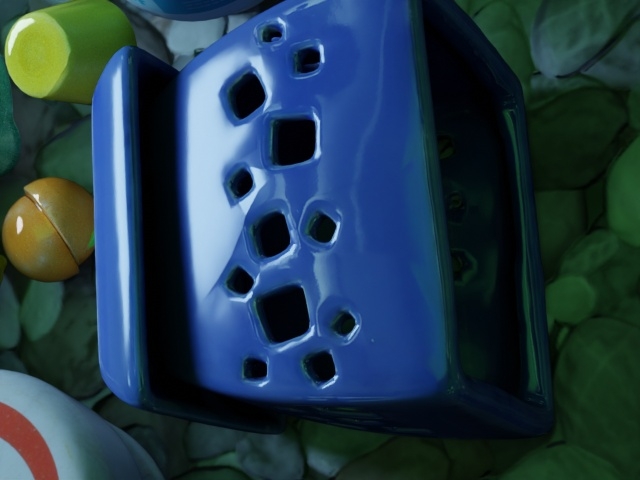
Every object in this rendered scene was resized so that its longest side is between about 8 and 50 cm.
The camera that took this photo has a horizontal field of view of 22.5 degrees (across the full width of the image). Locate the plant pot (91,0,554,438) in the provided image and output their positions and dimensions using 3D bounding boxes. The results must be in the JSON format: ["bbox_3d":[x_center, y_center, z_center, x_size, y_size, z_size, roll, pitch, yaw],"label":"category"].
[{"bbox_3d":[0.000,0.000,0.924,0.212,0.236,0.236,-8,77,18],"label":"plant pot"}]

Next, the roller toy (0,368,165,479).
[{"bbox_3d":[-0.189,0.187,0.969,0.191,0.146,0.209,3,70,20],"label":"roller toy"}]

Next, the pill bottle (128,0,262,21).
[{"bbox_3d":[-0.092,-0.221,0.965,0.146,0.264,0.146,-3,78,13],"label":"pill bottle"}]

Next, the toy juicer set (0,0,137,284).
[{"bbox_3d":[-0.266,-0.055,1.079,0.329,0.089,0.209,3,100,27],"label":"toy juicer set"}]
